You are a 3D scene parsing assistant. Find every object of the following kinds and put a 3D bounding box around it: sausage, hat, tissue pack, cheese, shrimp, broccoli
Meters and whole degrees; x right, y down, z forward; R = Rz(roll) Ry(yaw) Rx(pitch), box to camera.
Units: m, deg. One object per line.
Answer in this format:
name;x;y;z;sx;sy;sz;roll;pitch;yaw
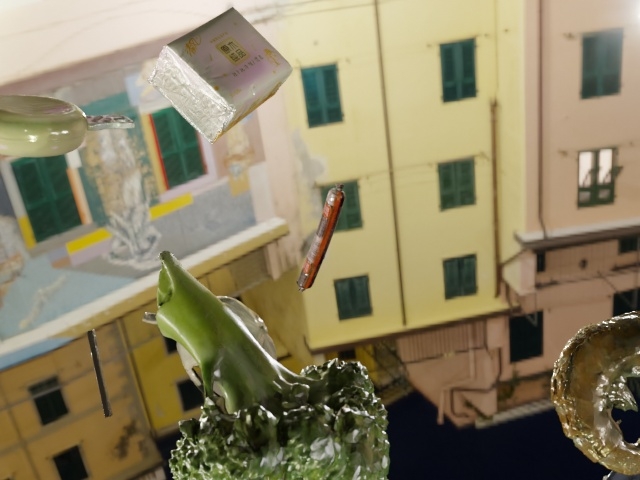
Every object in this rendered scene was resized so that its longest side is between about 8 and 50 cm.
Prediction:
sausage;0.000;0.000;1.129;0.028;0.198;0.025;36;-141;21
hat;-0.174;0.186;1.374;0.161;0.232;0.275;-32;-169;-22
tissue pack;-0.194;-0.332;1.606;0.185;0.124;0.225;43;-135;-1
cheese;-0.370;-0.165;1.143;0.227;0.064;0.137;-11;-147;-41
shrimp;0.356;0.164;0.890;0.253;0.173;0.058;-3;168;-27
broccoli;-0.075;0.193;0.825;0.302;0.186;0.254;25;-153;-15

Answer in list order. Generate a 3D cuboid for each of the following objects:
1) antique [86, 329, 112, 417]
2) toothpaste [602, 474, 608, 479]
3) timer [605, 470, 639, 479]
antique;-0.477;0.288;1.744;0.015;0.192;0.031;-13;179;-8
toothpaste;0.550;0.442;1.349;0.248;0.078;0.047;15;-179;-27
timer;0.513;0.381;0.959;0.395;0.173;0.395;-7;-159;3
